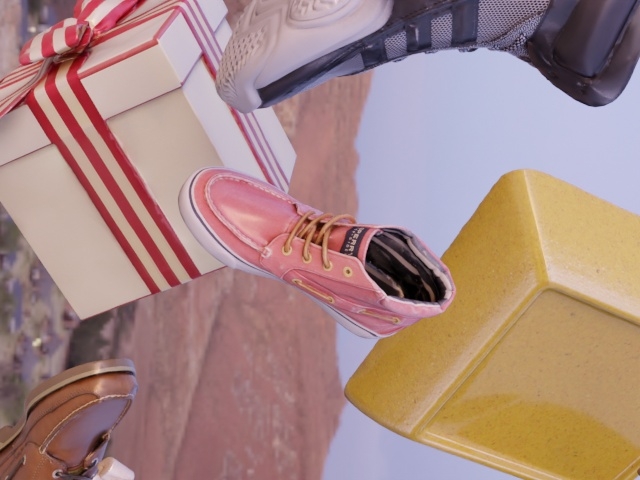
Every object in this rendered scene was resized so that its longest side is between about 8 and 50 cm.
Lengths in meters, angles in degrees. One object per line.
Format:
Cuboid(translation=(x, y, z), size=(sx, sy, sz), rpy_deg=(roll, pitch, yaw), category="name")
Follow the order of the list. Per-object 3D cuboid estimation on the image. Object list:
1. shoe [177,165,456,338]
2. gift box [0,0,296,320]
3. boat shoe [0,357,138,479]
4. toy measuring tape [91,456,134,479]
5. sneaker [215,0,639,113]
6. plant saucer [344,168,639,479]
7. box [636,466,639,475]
Cuboid(translation=(0.000, 0.000, 0.611), size=(0.081, 0.178, 0.063), rpy_deg=(-29, -148, 56), category="shoe")
Cuboid(translation=(-0.201, -0.097, 0.952), size=(0.255, 0.276, 0.258), rpy_deg=(-88, 154, -63), category="gift box")
Cuboid(translation=(-0.276, 0.227, 1.050), size=(0.307, 0.110, 0.104), rpy_deg=(-42, -123, 43), category="boat shoe")
Cuboid(translation=(-0.242, 0.368, 0.902), size=(0.121, 0.121, 0.330), rpy_deg=(100, 16, -67), category="toy measuring tape")
Cuboid(translation=(0.073, -0.116, 0.509), size=(0.268, 0.153, 0.101), rpy_deg=(-31, -146, 34), category="sneaker")
Cuboid(translation=(0.237, 0.128, 0.923), size=(0.333, 0.332, 0.081), rpy_deg=(-58, -162, 35), category="plant saucer")
Cuboid(translation=(0.328, 0.243, 0.699), size=(0.164, 0.021, 0.201), rpy_deg=(48, -4, -4), category="box")
